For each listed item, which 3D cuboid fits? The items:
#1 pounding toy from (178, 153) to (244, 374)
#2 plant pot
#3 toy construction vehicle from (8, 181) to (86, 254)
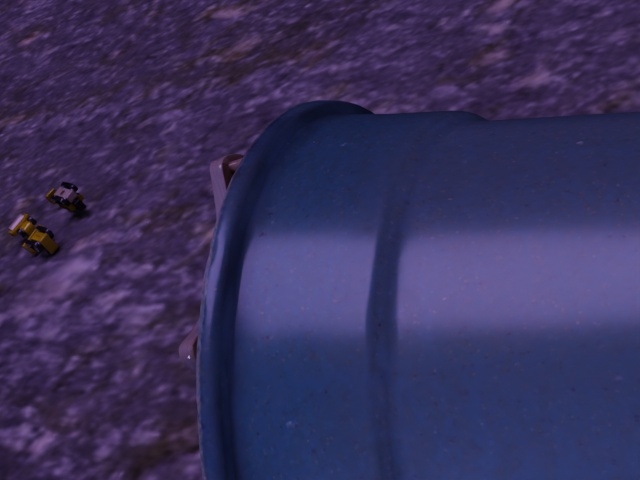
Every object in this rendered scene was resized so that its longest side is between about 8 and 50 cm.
[{"bbox_3d":[0.000,0.000,1.249,0.155,0.154,0.269,-15,32,30],"label":"pounding toy"},{"bbox_3d":[0.167,0.073,0.798,0.334,0.341,0.341,-8,35,27],"label":"plant pot"},{"bbox_3d":[-0.293,-0.020,1.732,0.086,0.035,0.098,-54,30,-16],"label":"toy construction vehicle"}]
